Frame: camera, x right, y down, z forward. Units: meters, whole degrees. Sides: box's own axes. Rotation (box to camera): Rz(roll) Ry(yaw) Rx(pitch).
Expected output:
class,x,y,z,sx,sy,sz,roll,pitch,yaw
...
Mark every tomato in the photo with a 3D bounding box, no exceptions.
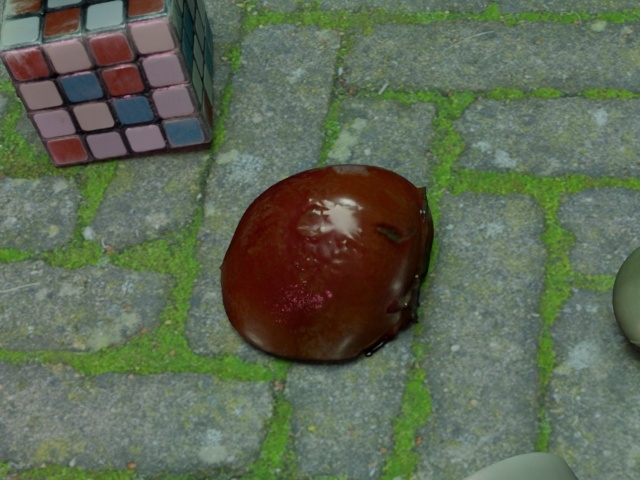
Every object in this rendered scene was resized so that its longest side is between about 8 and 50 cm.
class,x,y,z,sx,sy,sz,roll,pitch,yaw
tomato,0.003,-0.003,1.762,0.309,0.170,0.309,-4,51,5

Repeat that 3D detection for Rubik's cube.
class,x,y,z,sx,sy,sz,roll,pitch,yaw
Rubik's cube,-0.305,-0.295,1.988,0.253,0.259,0.256,-8,50,5

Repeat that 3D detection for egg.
class,x,y,z,sx,sy,sz,roll,pitch,yaw
egg,0.419,0.068,1.670,0.114,0.114,0.152,13,57,19

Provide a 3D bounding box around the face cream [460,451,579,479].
class,x,y,z,sx,sy,sz,roll,pitch,yaw
face cream,0.213,0.359,1.411,0.218,0.218,0.179,-25,53,-10
